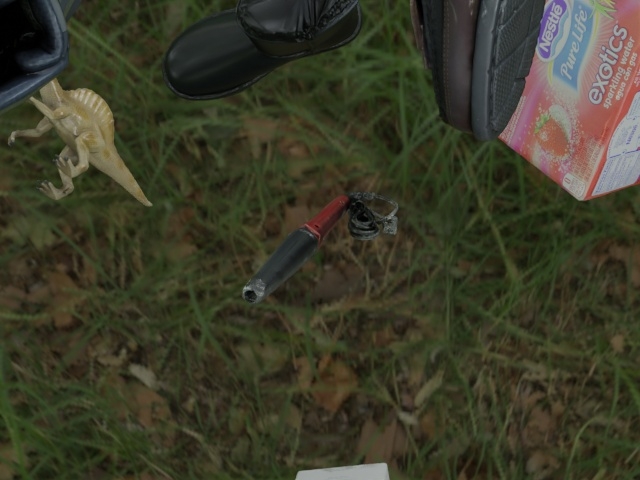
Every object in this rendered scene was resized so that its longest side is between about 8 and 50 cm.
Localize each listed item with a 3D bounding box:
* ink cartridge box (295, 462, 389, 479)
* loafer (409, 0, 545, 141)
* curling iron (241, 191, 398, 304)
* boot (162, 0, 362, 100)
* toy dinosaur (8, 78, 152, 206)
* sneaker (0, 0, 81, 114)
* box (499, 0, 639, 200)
[{"bbox_3d":[0.019,0.276,1.019,0.090,0.143,0.092,-7,102,8],"label":"ink cartridge box"},{"bbox_3d":[0.087,-0.205,0.678,0.095,0.302,0.109,17,40,23],"label":"loafer"},{"bbox_3d":[0.000,0.000,1.017,0.068,0.274,0.035,12,110,23],"label":"curling iron"},{"bbox_3d":[-0.071,-0.227,1.196,0.246,0.207,0.094,-17,89,5],"label":"boot"},{"bbox_3d":[-0.194,-0.079,0.920,0.053,0.183,0.092,-15,32,39],"label":"toy dinosaur"},{"bbox_3d":[-0.189,-0.126,0.652,0.121,0.111,0.300,-5,34,21],"label":"sneaker"},{"bbox_3d":[0.317,-0.209,1.166,0.154,0.300,0.142,-17,46,-34],"label":"box"}]
